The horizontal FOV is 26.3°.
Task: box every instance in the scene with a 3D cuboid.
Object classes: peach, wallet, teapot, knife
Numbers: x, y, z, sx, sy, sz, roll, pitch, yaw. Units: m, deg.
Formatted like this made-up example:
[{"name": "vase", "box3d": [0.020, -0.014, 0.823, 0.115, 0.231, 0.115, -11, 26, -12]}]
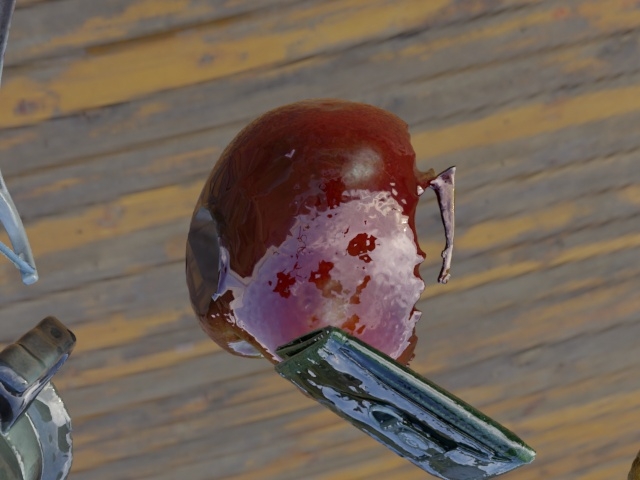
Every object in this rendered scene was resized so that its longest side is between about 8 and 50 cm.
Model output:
[{"name": "peach", "box3d": [-0.017, 0.012, 1.816, 0.310, 0.335, 0.406, 6, 97, -23]}, {"name": "wallet", "box3d": [0.075, 0.162, 1.326, 0.236, 0.055, 0.160, 31, 155, -12]}, {"name": "teapot", "box3d": [-0.325, 0.171, 1.135, 0.223, 0.285, 0.305, 18, 120, 12]}, {"name": "knife", "box3d": [-0.244, -0.112, 0.971, 0.053, 0.278, 0.123, -13, 148, 11]}]

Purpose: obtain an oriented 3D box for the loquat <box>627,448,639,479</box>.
[{"name": "loquat", "box3d": [0.372, 0.253, 1.385, 0.113, 0.137, 0.137, -22, 159, -46]}]
